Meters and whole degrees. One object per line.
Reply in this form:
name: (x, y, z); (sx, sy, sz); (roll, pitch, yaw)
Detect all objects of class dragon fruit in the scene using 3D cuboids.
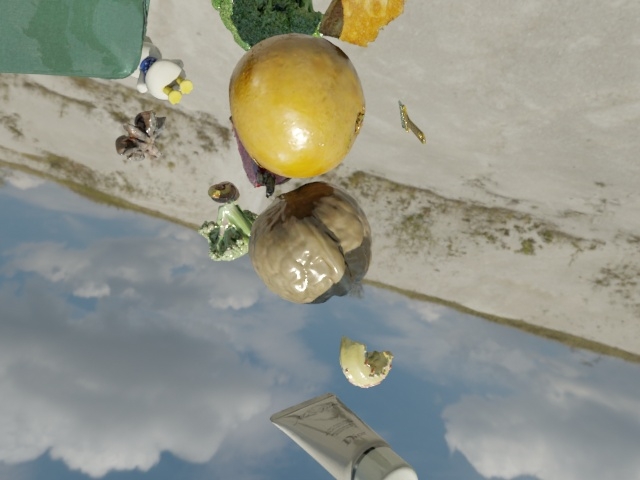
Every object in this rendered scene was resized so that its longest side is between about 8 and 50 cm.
dragon fruit: (-0.116, -0.226, 1.093); (0.147, 0.211, 0.282); (-19, -122, -19)

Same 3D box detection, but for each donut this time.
donut: (0.113, 0.305, 1.101); (0.065, 0.108, 0.166); (-18, 141, 43)

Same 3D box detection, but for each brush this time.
brush: (0.255, -0.323, 1.253); (0.010, 0.082, 0.218); (-16, -146, 1)

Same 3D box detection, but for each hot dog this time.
hot dog: (-0.427, -0.217, 1.987); (0.123, 0.093, 0.261); (-9, 178, -4)

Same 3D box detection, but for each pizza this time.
pizza: (0.104, -0.519, 0.985); (0.134, 0.271, 0.056); (48, -136, -12)

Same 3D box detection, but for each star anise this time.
star anise: (-0.605, -0.351, 1.535); (0.093, 0.229, 0.236); (31, 159, 7)

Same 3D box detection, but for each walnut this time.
walnut: (-0.020, 0.003, 0.896); (0.249, 0.248, 0.248); (15, -168, -3)

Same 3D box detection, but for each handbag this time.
handbag: (-0.452, -0.383, 0.718); (0.327, 0.238, 0.089); (-11, -122, -40)

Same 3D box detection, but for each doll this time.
doll: (-0.439, -0.448, 1.163); (0.293, 0.138, 0.119); (41, 165, 24)

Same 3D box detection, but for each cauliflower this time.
cauliflower: (-0.357, -0.057, 1.797); (0.257, 0.315, 0.239); (-26, -139, -24)

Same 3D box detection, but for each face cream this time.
face cream: (0.036, 0.347, 0.769); (0.143, 0.089, 0.314); (-15, -170, -28)

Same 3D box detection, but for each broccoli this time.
broccoli: (-0.185, -0.770, 1.467); (0.321, 0.309, 0.413); (-31, -119, -32)

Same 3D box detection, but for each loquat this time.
loquat: (-0.045, -0.241, 0.833); (0.263, 0.262, 0.263); (15, -168, -3)
